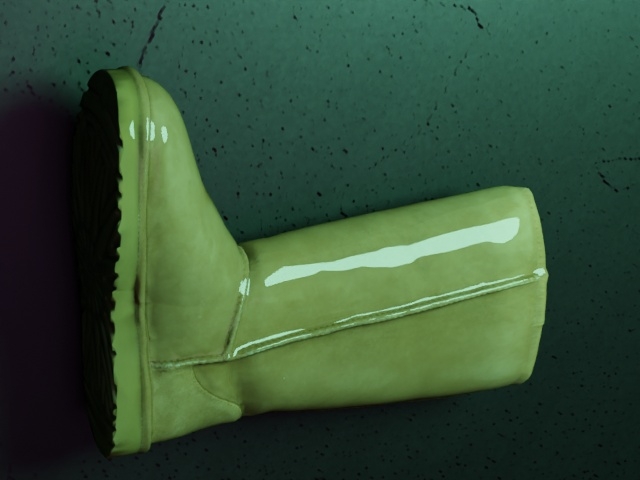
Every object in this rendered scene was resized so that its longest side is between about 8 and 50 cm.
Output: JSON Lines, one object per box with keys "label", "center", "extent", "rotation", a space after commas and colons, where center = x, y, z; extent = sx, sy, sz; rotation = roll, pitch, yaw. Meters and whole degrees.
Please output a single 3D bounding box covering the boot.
{"label": "boot", "center": [0.000, 0.000, 0.859], "extent": [0.269, 0.089, 0.236], "rotation": [-9, 124, -22]}
